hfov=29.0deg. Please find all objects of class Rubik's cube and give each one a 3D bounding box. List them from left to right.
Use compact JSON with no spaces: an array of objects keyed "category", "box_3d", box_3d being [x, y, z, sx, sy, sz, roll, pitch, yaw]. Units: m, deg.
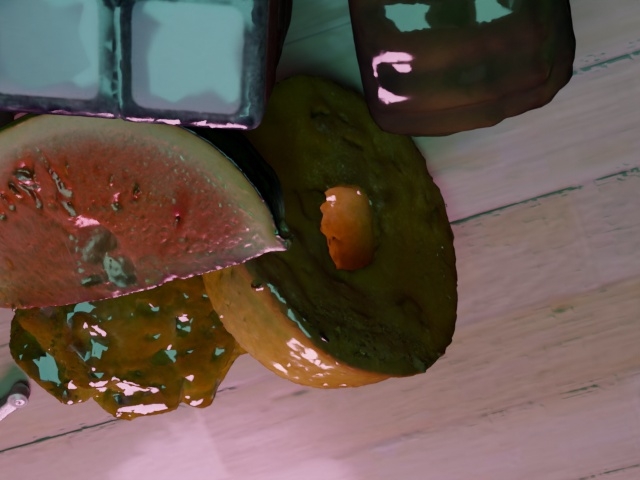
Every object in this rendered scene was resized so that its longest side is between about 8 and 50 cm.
[{"category":"Rubik's cube","box_3d":[-0.169,-0.273,0.915,0.301,0.305,0.304,5,112,1]}]

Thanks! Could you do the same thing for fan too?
[{"category":"fan","box_3d":[-0.412,0.237,1.355,0.282,0.023,0.057,-34,108,20]}]

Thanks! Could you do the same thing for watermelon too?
[{"category":"watermelon","box_3d":[-0.168,-0.053,0.995,0.303,0.128,0.159,-13,113,24]}]

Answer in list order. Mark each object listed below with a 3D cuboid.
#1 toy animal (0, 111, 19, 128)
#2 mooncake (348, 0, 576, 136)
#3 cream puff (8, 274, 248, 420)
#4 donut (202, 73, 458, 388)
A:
[{"category":"toy animal","box_3d":[-0.380,-0.107,1.069,0.229,0.221,0.210,14,105,4]},{"category":"mooncake","box_3d":[0.097,-0.224,0.936,0.161,0.290,0.290,-9,116,6]},{"category":"cream puff","box_3d":[-0.164,0.048,1.142,0.244,0.196,0.244,1,118,3]},{"category":"donut","box_3d":[0.000,0.002,1.079,0.108,0.278,0.277,-29,112,39]}]
